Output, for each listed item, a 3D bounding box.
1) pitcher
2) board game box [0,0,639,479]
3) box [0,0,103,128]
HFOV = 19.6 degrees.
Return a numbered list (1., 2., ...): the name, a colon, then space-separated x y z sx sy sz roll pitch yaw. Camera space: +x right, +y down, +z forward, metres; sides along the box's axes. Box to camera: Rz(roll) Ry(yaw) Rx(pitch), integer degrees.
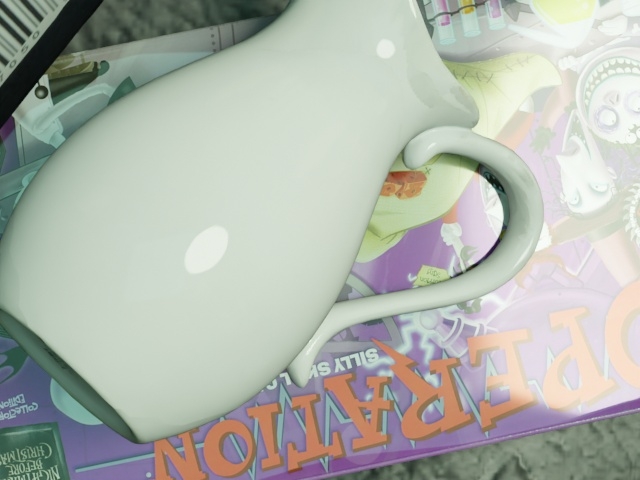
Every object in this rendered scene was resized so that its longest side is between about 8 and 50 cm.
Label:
1. pitcher: -0.016 -0.003 0.754 0.207 0.125 0.178 -47 107 -15
2. board game box: 0.000 0.000 0.828 0.347 0.056 0.208 -12 93 -4
3. box: -0.290 -0.178 0.711 0.395 0.212 0.293 37 87 7
